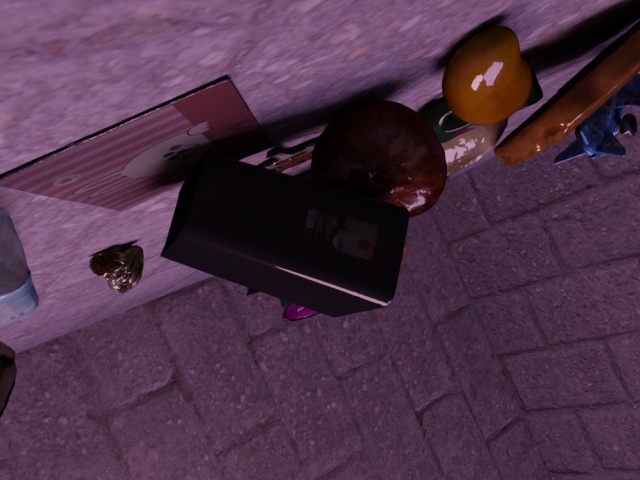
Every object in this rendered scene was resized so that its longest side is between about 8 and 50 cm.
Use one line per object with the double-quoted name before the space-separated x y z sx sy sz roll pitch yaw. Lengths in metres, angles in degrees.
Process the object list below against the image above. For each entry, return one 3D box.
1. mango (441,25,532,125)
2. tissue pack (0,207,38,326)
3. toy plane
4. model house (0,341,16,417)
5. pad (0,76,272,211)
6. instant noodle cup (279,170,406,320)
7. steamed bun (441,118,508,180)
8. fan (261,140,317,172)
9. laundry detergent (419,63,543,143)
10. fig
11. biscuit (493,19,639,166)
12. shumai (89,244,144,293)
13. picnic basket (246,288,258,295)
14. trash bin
"mango" 0.188 -0.181 0.757 0.102 0.084 0.184 -24 172 11
"tissue pack" -0.358 0.052 0.611 0.177 0.089 0.263 -21 179 -23
"toy plane" 0.511 -0.242 1.201 0.254 0.105 0.271 -3 -135 44
"model house" -0.601 0.209 0.821 0.283 0.297 0.317 -15 -144 7
"pad" -0.153 -0.078 0.650 0.202 0.005 0.300 -24 178 1
"instant noodle cup" 0.000 0.000 1.190 0.251 0.190 0.251 -27 163 -9
"steamed bun" 0.229 -0.166 1.216 0.231 0.110 0.212 -21 178 5
"fan" -0.043 -0.111 0.901 0.153 0.008 0.227 -23 180 10
"laundry detergent" 0.215 -0.195 0.994 0.211 0.063 0.137 -22 175 25
"fig" 0.065 -0.096 0.841 0.160 0.143 0.231 8 -178 -6
"biscuit" 0.410 -0.230 1.032 0.312 0.057 0.351 -40 177 -17
"shumai" -0.329 0.039 1.063 0.080 0.082 0.083 25 108 -40
"picnic basket" -0.065 0.003 1.521 0.297 0.129 0.222 -25 -171 39
"trash bin" -0.045 -0.004 0.741 0.226 0.115 0.165 19 163 -17
